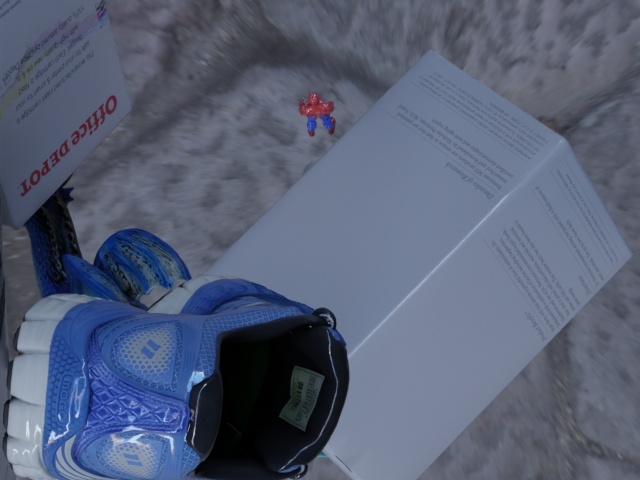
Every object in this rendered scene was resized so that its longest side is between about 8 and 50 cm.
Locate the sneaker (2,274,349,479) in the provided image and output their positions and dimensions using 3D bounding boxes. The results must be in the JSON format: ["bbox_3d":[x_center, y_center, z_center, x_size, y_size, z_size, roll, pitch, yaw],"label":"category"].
[{"bbox_3d":[-0.045,0.093,1.010,0.147,0.330,0.129,9,95,20],"label":"sneaker"}]

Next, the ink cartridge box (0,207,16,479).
[{"bbox_3d":[-0.275,0.105,1.106,0.129,0.223,0.307,3,125,-1],"label":"ink cartridge box"}]

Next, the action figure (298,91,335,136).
[{"bbox_3d":[-0.004,-0.135,1.823,0.038,0.115,0.030,-1,82,3],"label":"action figure"}]

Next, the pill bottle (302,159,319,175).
[{"bbox_3d":[0.000,0.000,1.833,0.087,0.087,0.160,11,64,2],"label":"pill bottle"}]

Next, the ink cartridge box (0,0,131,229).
[{"bbox_3d":[-0.268,-0.153,1.253,0.168,0.171,0.232,8,128,26],"label":"ink cartridge box"}]

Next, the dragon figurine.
[{"bbox_3d":[-0.156,0.047,1.340,0.289,0.085,0.144,28,123,31],"label":"dragon figurine"}]

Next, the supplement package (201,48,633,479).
[{"bbox_3d":[0.069,0.030,1.396,0.293,0.177,0.175,-45,48,-6],"label":"supplement package"}]

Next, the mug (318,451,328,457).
[{"bbox_3d":[-0.001,0.139,1.716,0.158,0.129,0.097,15,54,-18],"label":"mug"}]
